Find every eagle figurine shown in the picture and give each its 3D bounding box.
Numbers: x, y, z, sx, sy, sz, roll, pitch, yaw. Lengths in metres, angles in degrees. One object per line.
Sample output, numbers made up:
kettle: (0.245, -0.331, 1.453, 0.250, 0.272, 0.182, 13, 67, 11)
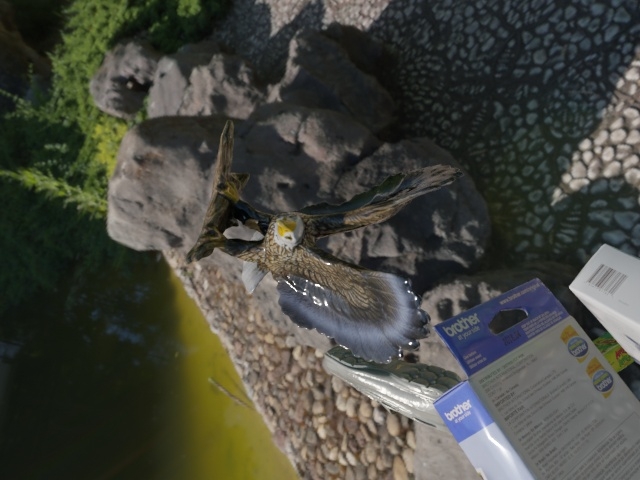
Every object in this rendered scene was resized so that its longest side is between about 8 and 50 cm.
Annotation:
eagle figurine: (-0.001, 0.002, 0.757, 0.225, 0.298, 0.226, -67, -13, -64)

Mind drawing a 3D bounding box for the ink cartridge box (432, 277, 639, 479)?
ink cartridge box: (0.228, 0.190, 0.555, 0.311, 0.186, 0.065, 58, 137, 17)

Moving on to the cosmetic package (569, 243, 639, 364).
cosmetic package: (0.567, 0.174, 0.865, 0.097, 0.284, 0.377, -50, 36, -1)

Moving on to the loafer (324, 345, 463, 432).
loafer: (0.131, 0.277, 1.199, 0.319, 0.112, 0.111, 13, 116, 47)

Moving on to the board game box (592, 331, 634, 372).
board game box: (0.563, 0.220, 1.229, 0.043, 0.181, 0.092, 67, 157, 1)
